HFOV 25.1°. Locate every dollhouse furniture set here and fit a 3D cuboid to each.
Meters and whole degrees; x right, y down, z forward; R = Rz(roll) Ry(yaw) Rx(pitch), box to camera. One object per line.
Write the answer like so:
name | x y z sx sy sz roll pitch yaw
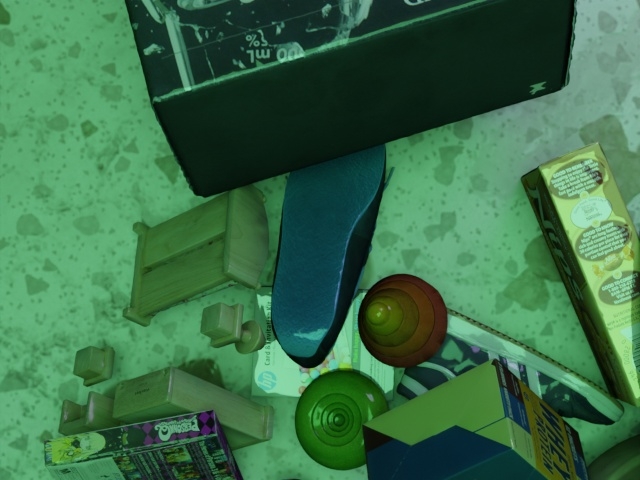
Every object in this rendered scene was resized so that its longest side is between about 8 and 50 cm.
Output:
dollhouse furniture set | -0.161 0.084 1.865 0.303 0.174 0.355 -21 53 38

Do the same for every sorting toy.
sorting toy | 0.022 0.201 1.783 0.127 0.126 0.365 32 93 20

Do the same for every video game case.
video game case | -0.212 0.290 1.792 0.210 0.232 0.042 -10 59 2

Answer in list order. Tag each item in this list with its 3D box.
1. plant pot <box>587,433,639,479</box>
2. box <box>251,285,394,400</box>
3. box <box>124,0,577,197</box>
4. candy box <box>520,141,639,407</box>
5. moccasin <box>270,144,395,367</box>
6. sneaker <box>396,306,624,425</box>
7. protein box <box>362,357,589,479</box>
plant pot | 0.470 0.407 1.711 0.323 0.280 0.323 0 93 -10
box | 0.005 0.134 1.882 0.186 0.038 0.145 2 88 3
box | -0.001 -0.368 1.709 0.480 0.297 0.471 -17 70 0
candy box | 0.357 0.043 1.803 0.087 0.183 0.316 -21 88 0
moccasin | 0.000 0.000 1.839 0.138 0.117 0.342 14 65 14
sneaker | 0.235 0.206 1.843 0.282 0.099 0.153 27 87 6
protein box | 0.193 0.281 1.746 0.200 0.136 0.201 -30 131 23
